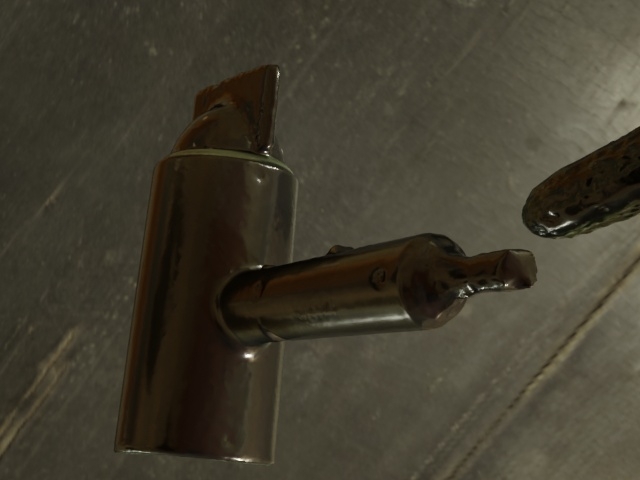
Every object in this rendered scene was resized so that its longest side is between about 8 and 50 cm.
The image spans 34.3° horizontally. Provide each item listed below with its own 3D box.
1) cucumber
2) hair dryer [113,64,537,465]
[{"bbox_3d":[0.203,-0.045,0.608,0.058,0.052,0.214,7,158,-43],"label":"cucumber"},{"bbox_3d":[0.000,0.000,0.447,0.078,0.248,0.196,14,76,-36],"label":"hair dryer"}]
